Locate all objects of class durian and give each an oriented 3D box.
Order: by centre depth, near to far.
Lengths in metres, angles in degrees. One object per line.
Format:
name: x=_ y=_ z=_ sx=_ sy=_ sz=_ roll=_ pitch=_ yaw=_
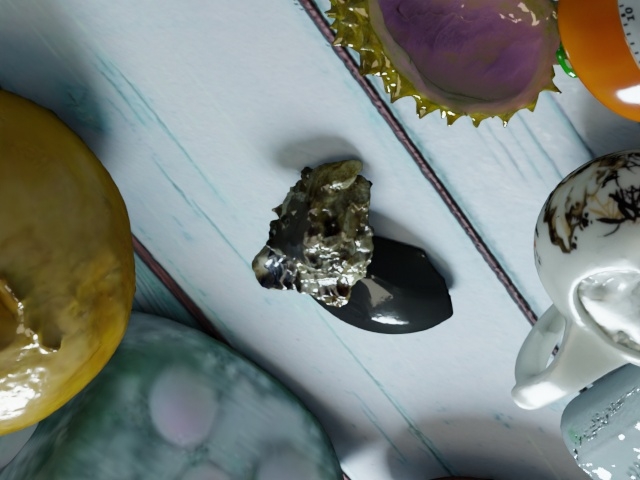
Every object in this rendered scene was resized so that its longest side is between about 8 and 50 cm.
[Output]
durian: x=0.069 y=-0.166 z=1.191 sx=0.132 sy=0.165 sz=0.182 roll=-30 pitch=149 yaw=21

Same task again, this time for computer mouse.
computer mouse: x=0.033 y=0.037 z=1.572 sx=0.172 sy=0.057 sz=0.099 roll=24 pitch=147 yaw=7

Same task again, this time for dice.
dice: x=-0.191 y=0.297 z=1.880 sx=0.348 sy=0.330 sz=0.328 roll=38 pitch=149 yaw=-21

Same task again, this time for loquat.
loquat: x=-0.321 y=0.015 z=1.576 sx=0.328 sy=0.328 sz=0.328 roll=20 pitch=149 yaw=12

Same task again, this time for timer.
timer: x=0.205 y=-0.130 z=1.148 sx=0.136 sy=0.099 sz=0.136 roll=32 pitch=151 yaw=20

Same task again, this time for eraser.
eraser: x=0.318 y=0.161 z=1.502 sx=0.174 sy=0.081 sz=0.227 roll=44 pitch=151 yaw=1

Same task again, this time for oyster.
oyster: x=-0.003 y=-0.008 z=1.505 sx=0.103 sy=0.051 sz=0.148 roll=25 pitch=115 yaw=18

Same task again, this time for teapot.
teapot: x=0.247 y=0.036 z=1.318 sx=0.208 sy=0.166 sz=0.300 roll=24 pitch=142 yaw=-19

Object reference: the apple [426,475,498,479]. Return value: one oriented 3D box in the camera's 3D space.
apple: x=0.158 y=0.383 z=1.832 sx=0.306 sy=0.235 sz=0.305 roll=20 pitch=150 yaw=12
